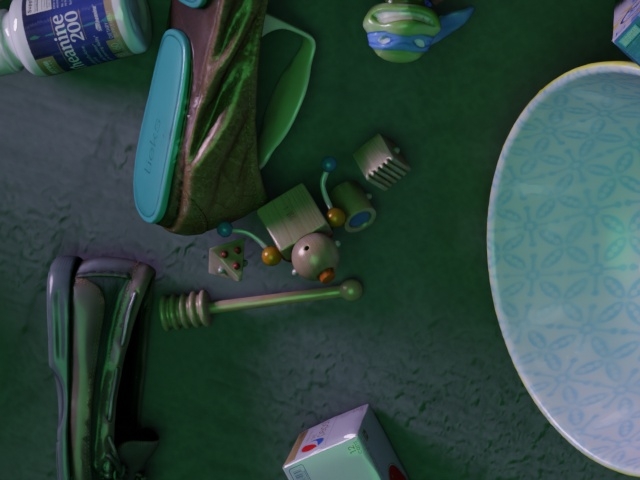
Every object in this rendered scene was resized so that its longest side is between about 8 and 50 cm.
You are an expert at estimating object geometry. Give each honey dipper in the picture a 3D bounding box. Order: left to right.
[{"bbox_3d":[-0.046,0.047,1.383,0.161,0.030,0.030,-8,103,10],"label":"honey dipper"}]

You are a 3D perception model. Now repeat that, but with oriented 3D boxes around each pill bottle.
[{"bbox_3d":[-0.193,-0.161,1.333,0.120,0.067,0.067,-12,102,13],"label":"pill bottle"}]

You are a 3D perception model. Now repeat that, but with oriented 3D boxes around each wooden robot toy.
[{"bbox_3d":[0.000,0.000,1.324,0.173,0.076,0.079,-32,57,2],"label":"wooden robot toy"}]

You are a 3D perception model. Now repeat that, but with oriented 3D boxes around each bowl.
[{"bbox_3d":[0.265,0.013,1.237,0.156,0.289,0.289,-8,108,-32],"label":"bowl"}]

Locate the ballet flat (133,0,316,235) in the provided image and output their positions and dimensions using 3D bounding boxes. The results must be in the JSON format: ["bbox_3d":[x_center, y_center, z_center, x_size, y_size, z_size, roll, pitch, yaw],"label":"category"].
[{"bbox_3d":[-0.059,-0.165,1.290,0.124,0.116,0.342,-4,113,-26],"label":"ballet flat"}]

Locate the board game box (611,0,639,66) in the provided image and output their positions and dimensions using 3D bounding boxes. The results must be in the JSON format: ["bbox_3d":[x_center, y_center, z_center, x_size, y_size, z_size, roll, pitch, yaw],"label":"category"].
[{"bbox_3d":[0.254,-0.186,1.179,0.035,0.201,0.136,42,107,-3],"label":"board game box"}]

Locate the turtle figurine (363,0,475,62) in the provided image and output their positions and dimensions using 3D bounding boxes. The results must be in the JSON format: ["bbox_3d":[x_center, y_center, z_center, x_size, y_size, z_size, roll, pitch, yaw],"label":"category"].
[{"bbox_3d":[0.059,-0.264,1.172,0.198,0.275,0.266,1,83,35],"label":"turtle figurine"}]

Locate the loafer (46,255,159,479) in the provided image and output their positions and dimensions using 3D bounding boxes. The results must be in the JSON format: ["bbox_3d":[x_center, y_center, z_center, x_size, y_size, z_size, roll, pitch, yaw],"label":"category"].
[{"bbox_3d":[-0.165,0.143,1.399,0.084,0.096,0.267,-2,102,4],"label":"loafer"}]

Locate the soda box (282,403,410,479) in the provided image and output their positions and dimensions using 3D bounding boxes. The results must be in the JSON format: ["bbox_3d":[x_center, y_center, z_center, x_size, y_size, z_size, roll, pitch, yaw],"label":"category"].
[{"bbox_3d":[0.053,0.244,1.395,0.069,0.074,0.216,-25,100,15],"label":"soda box"}]
